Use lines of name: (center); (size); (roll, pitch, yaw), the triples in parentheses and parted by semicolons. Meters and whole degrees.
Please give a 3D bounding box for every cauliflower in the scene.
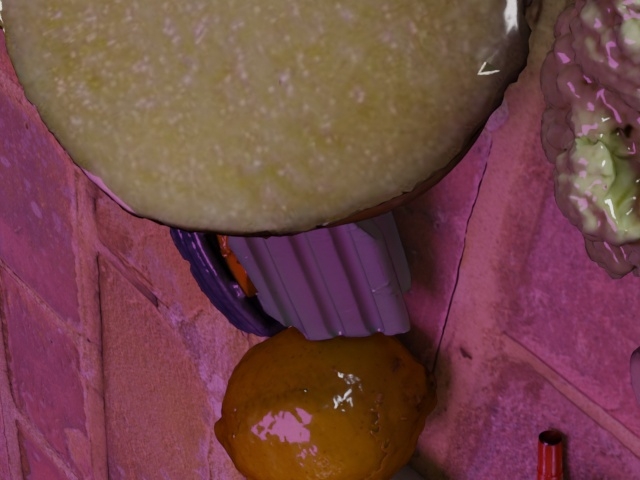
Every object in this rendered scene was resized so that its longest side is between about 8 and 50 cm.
cauliflower: (0.262, -0.064, 0.700); (0.281, 0.260, 0.327); (3, 146, 48)

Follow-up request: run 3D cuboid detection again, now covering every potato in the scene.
potato: (-0.046, -0.223, 0.974); (0.319, 0.385, 0.442); (-78, -32, -87)

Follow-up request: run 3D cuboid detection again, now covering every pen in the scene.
pen: (0.242, 0.294, 1.258); (0.028, 0.028, 0.239); (26, 136, 39)

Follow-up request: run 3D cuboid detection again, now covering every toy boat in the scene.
toy boat: (-0.103, -0.027, 1.360); (0.078, 0.127, 0.283); (-9, 111, 62)

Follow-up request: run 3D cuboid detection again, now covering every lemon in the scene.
lemon: (0.005, 0.185, 1.313); (0.260, 0.204, 0.204); (-17, 106, 20)

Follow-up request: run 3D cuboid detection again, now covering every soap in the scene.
soap: (0.000, 0.000, 1.177); (0.145, 0.091, 0.230); (-5, 140, 14)

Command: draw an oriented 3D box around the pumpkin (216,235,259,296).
pumpkin: (-0.061, -0.099, 1.237); (0.190, 0.139, 0.280); (-20, 102, 57)

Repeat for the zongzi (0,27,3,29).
zongzi: (-0.287, -0.369, 1.216); (0.125, 0.251, 0.274); (1, 117, 35)

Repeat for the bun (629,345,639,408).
bun: (0.318, 0.135, 0.973); (0.138, 0.094, 0.138); (-23, -90, -87)

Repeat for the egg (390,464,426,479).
egg: (0.062, 0.328, 1.409); (0.192, 0.149, 0.149); (15, 128, 43)
